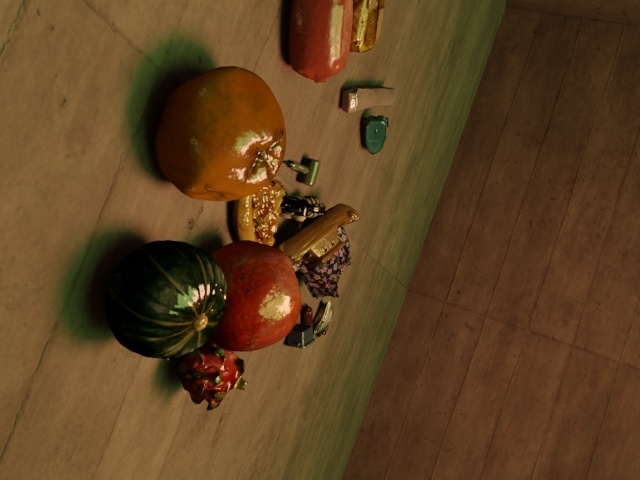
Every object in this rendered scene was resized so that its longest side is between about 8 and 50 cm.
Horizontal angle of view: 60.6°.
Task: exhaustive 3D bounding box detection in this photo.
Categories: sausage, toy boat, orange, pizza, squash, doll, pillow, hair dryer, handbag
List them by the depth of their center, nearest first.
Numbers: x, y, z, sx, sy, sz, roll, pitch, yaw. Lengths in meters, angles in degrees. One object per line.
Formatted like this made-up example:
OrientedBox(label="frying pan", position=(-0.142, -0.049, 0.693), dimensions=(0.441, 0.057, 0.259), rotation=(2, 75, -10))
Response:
OrientedBox(label="squash", position=(-0.262, 0.102, 0.939), dimensions=(0.218, 0.172, 0.218), rotation=(-47, 146, -48))
OrientedBox(label="orange", position=(-0.160, -0.185, 0.950), dimensions=(0.249, 0.183, 0.249), rotation=(-54, 155, -40))
OrientedBox(label="sausage", position=(-0.002, -0.469, 1.194), dimensions=(0.148, 0.148, 0.255), rotation=(-47, 151, -49))
OrientedBox(label="pizza", position=(-0.136, -0.071, 1.286), dimensions=(0.197, 0.058, 0.292), rotation=(-55, 154, -40))
OrientedBox(label="hair dryer", position=(-0.056, -0.191, 1.434), dimensions=(0.150, 0.047, 0.071), rotation=(12, 94, -59))
OrientedBox(label="doll", position=(-0.051, -0.087, 1.446), dimensions=(0.219, 0.090, 0.067), rotation=(-5, 110, -66))
OrientedBox(label="toy boat", position=(0.000, 0.000, 1.507), dimensions=(0.321, 0.122, 0.089), rotation=(-36, -178, -38))
OrientedBox(label="handbag", position=(0.009, 0.043, 1.653), dimensions=(0.229, 0.126, 0.208), rotation=(61, 39, -43))
OrientedBox(label="toy boat", position=(0.182, -0.364, 1.848), dimensions=(0.175, 0.091, 0.110), rotation=(89, 0, -49))
OrientedBox(label="pillow", position=(0.007, 0.284, 1.963), dimensions=(0.091, 0.055, 0.136), rotation=(40, 66, -48))

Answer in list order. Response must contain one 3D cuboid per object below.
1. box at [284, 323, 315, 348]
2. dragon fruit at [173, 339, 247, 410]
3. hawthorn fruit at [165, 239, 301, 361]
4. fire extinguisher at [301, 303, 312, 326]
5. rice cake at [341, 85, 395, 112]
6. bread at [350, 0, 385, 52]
OrientedBox(label="box", position=(-0.066, 0.307, 1.773), dimensions=(0.099, 0.074, 0.054), rotation=(-17, 109, -66))
OrientedBox(label="dragon fruit", position=(-0.236, 0.295, 1.222), dimensions=(0.135, 0.137, 0.236), rotation=(-38, 158, -13))
OrientedBox(label="hawthorn fruit", position=(-0.160, 0.112, 1.136), dimensions=(0.263, 0.231, 0.235), rotation=(24, 59, -70))
OrientedBox(label="fire extinguisher", position=(-0.043, 0.259, 1.830), dimensions=(0.056, 0.039, 0.132), rotation=(-99, -173, -51))
OrientedBox(label="rice cake", position=(0.152, -0.449, 1.711), dimensions=(0.365, 0.056, 0.073), rotation=(-34, 132, -59))
OrientedBox(label="bread", position=(0.103, -0.605, 1.408), dimensions=(0.181, 0.095, 0.223), rotation=(-45, 146, -55))
